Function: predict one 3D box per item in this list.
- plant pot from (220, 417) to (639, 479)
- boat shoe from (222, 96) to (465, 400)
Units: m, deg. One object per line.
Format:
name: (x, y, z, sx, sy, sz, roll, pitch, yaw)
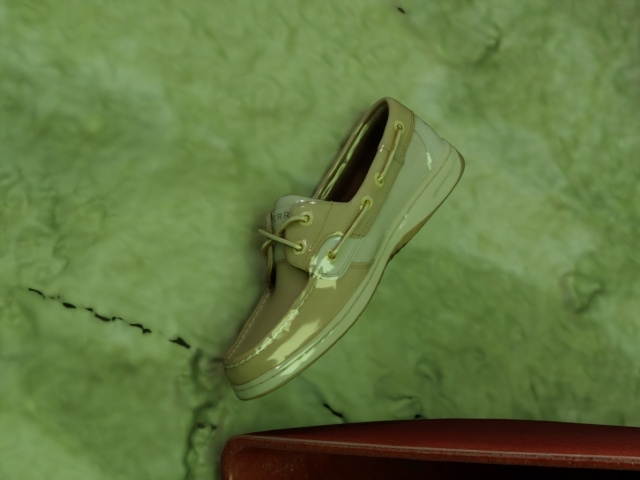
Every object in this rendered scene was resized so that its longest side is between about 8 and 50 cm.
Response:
plant pot: (0.142, 0.201, 0.809, 0.235, 0.267, 0.267, -10, 94, -41)
boat shoe: (0.000, 0.000, 0.834, 0.059, 0.063, 0.170, 48, 59, -17)
